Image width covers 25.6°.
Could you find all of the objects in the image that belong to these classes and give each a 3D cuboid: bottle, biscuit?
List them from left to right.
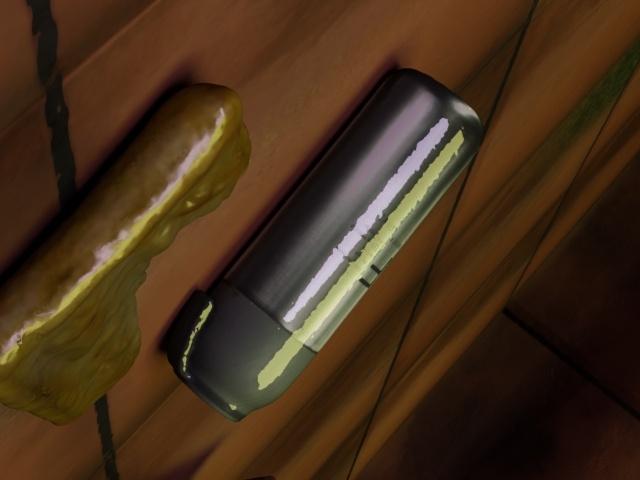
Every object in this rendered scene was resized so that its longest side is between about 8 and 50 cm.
[{"bbox_3d":[-0.094,0.012,0.690,0.183,0.039,0.174,-49,166,-4],"label":"biscuit"},{"bbox_3d":[0.000,0.000,0.913,0.254,0.079,0.096,-51,130,-1],"label":"bottle"}]

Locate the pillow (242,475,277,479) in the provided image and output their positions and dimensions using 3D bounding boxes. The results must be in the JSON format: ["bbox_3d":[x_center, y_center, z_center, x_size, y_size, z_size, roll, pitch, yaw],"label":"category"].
[{"bbox_3d":[-0.178,0.342,1.170,0.305,0.108,0.308,-54,168,17],"label":"pillow"}]
